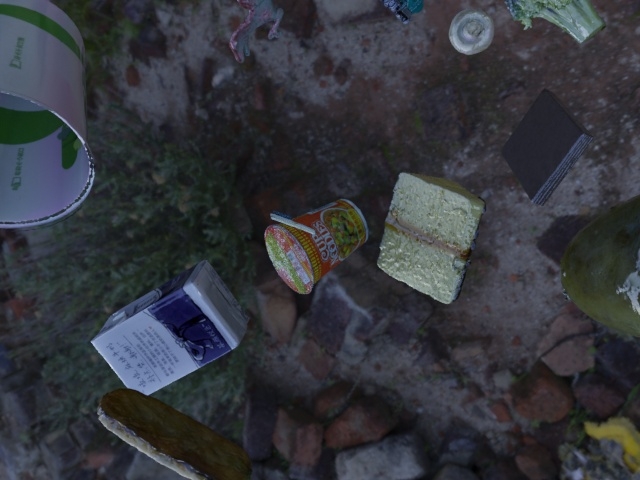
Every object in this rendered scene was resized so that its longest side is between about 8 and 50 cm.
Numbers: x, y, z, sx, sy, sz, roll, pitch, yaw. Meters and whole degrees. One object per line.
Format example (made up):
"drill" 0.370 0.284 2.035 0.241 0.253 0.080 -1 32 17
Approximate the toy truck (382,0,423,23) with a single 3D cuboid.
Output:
"toy truck" 0.107 -0.337 0.955 0.044 0.039 0.083 -44 47 15

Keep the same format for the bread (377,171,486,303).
"bread" 0.299 -0.005 1.646 0.236 0.198 0.264 30 113 46

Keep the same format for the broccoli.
"broccoli" 0.608 -0.606 1.693 0.263 0.247 0.243 -37 88 32

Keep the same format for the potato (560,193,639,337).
"potato" 0.568 0.035 1.171 0.359 0.219 0.270 5 77 66

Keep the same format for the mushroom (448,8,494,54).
"mushroom" 0.279 -0.385 1.274 0.083 0.067 0.084 1 94 8

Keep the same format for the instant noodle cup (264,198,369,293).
"instant noodle cup" 0.000 0.000 1.702 0.193 0.212 0.193 38 145 33

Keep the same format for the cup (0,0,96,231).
"cup" -0.438 -0.192 0.962 0.253 0.253 0.274 115 152 -46

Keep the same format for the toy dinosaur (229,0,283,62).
"toy dinosaur" -0.105 -0.393 1.002 0.053 0.167 0.242 40 170 31

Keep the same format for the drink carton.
"drink carton" -0.250 0.151 1.156 0.222 0.102 0.134 -30 108 16

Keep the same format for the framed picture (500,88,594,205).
"framed picture" 0.350 -0.150 1.087 0.128 0.023 0.168 -60 20 29

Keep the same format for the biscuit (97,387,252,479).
"biscuit" -0.210 0.290 1.006 0.247 0.118 0.029 30 102 1

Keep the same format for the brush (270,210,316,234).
"brush" -0.045 -0.030 1.171 0.083 0.013 0.016 22 154 8
